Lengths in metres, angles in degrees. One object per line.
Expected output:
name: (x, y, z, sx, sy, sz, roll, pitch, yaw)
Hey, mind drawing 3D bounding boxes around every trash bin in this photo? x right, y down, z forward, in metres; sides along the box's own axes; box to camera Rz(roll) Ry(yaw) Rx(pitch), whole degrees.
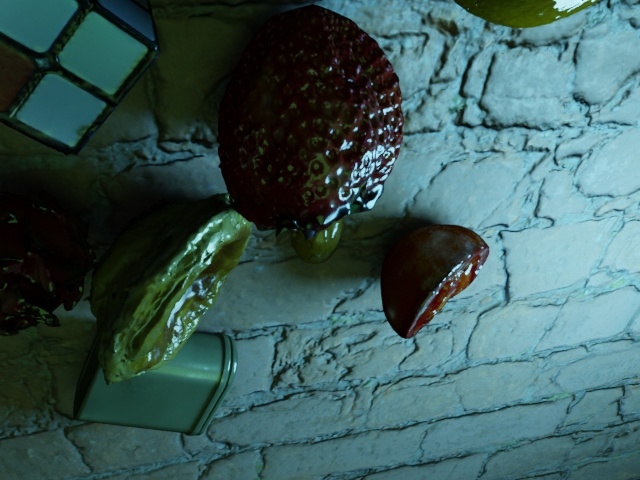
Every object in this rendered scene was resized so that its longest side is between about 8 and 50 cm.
trash bin: (-0.311, 0.260, 1.299, 0.247, 0.121, 0.243, 12, 127, -25)

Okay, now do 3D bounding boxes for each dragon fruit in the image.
dragon fruit: (-0.423, 0.029, 0.947, 0.193, 0.274, 0.192, -10, 102, 24)

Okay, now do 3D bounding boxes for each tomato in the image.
tomato: (0.191, 0.056, 1.268, 0.233, 0.139, 0.200, -33, 156, -39)

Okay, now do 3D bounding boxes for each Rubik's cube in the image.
Rubik's cube: (-0.308, -0.235, 0.781, 0.183, 0.167, 0.180, -42, 132, 19)

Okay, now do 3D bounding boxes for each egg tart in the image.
egg tart: (-0.237, 0.057, 1.046, 0.150, 0.352, 0.352, 36, 122, 5)

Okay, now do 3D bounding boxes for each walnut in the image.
walnut: (0.000, 0.000, 1.204, 0.091, 0.052, 0.121, -3, 135, -22)

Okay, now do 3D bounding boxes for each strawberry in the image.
strawberry: (-0.021, -0.162, 0.932, 0.238, 0.250, 0.289, 2, 116, 24)

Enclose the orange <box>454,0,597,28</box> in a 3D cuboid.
orange: (0.237, -0.381, 0.771, 0.274, 0.274, 0.274, -10, 135, -11)
